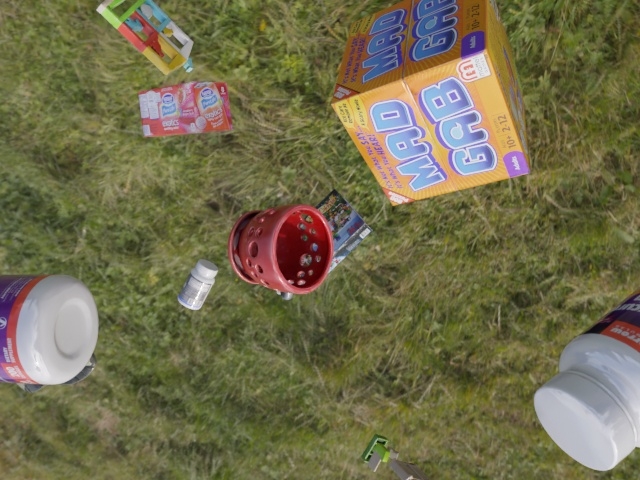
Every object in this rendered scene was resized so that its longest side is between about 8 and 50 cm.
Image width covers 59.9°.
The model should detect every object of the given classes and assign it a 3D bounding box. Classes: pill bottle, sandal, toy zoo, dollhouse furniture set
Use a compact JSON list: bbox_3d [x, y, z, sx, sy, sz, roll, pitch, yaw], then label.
[{"bbox_3d":[-0.364,0.130,1.657,0.078,0.078,0.137,31,102,7],"label":"pill bottle"},{"bbox_3d":[-0.705,0.321,1.469,0.303,0.086,0.120,-18,106,28],"label":"sandal"},{"bbox_3d":[-0.564,0.148,0.944,0.323,0.181,0.181,-1,114,11],"label":"pill bottle"},{"bbox_3d":[-0.495,-0.617,1.653,0.030,0.192,0.293,-28,121,35],"label":"toy zoo"},{"bbox_3d":[0.287,0.113,0.496,0.108,0.193,0.108,48,155,31],"label":"pill bottle"},{"bbox_3d":[0.142,0.446,1.084,0.076,0.152,0.058,28,91,-34],"label":"dollhouse furniture set"}]

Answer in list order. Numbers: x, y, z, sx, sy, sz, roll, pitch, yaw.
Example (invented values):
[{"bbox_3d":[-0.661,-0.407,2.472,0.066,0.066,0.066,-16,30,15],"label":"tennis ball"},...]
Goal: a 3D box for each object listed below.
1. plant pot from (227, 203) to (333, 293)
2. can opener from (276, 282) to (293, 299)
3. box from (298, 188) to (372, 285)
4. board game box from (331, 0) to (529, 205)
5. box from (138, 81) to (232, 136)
[{"bbox_3d":[-0.093,0.018,1.221,0.174,0.191,0.191,-1,114,44],"label":"plant pot"},{"bbox_3d":[-0.101,0.037,1.697,0.093,0.074,0.280,7,102,57],"label":"can opener"},{"bbox_3d":[0.000,0.000,1.404,0.233,0.044,0.159,-44,48,8],"label":"box"},{"bbox_3d":[0.287,-0.365,1.381,0.356,0.356,0.356,-13,135,28],"label":"board game box"},{"bbox_3d":[-0.368,-0.351,1.499,0.257,0.123,0.128,6,105,42],"label":"box"}]
